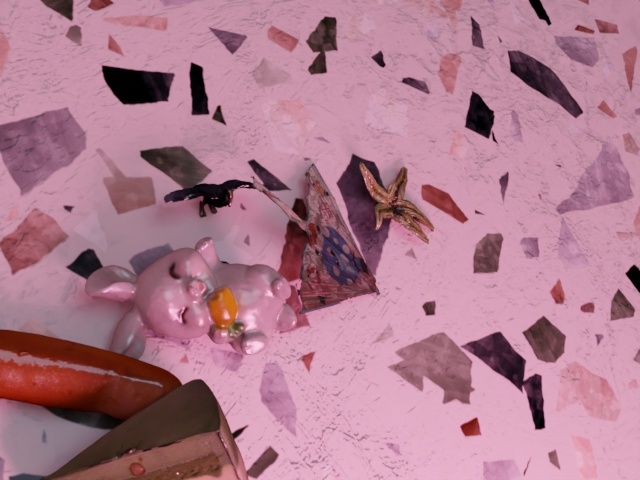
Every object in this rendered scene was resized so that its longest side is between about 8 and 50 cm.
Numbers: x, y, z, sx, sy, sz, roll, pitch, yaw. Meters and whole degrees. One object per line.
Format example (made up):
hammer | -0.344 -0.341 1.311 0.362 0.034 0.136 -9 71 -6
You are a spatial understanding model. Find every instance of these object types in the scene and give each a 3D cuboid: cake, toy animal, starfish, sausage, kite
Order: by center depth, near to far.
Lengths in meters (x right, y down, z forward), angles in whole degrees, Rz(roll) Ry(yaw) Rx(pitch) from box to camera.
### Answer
cake | -0.257 0.330 1.378 0.284 0.172 0.158 -16 115 3
sausage | -0.370 0.206 1.389 0.348 0.097 0.094 15 31 -22
toy animal | -0.209 0.107 1.510 0.325 0.154 0.208 -14 98 -14
toy animal | -0.187 -0.081 1.628 0.220 0.108 0.062 -10 86 -32
kite | 0.000 0.000 1.692 0.368 0.014 0.406 41 33 -31
starfish | 0.151 -0.079 1.862 0.223 0.050 0.217 47 47 -19
